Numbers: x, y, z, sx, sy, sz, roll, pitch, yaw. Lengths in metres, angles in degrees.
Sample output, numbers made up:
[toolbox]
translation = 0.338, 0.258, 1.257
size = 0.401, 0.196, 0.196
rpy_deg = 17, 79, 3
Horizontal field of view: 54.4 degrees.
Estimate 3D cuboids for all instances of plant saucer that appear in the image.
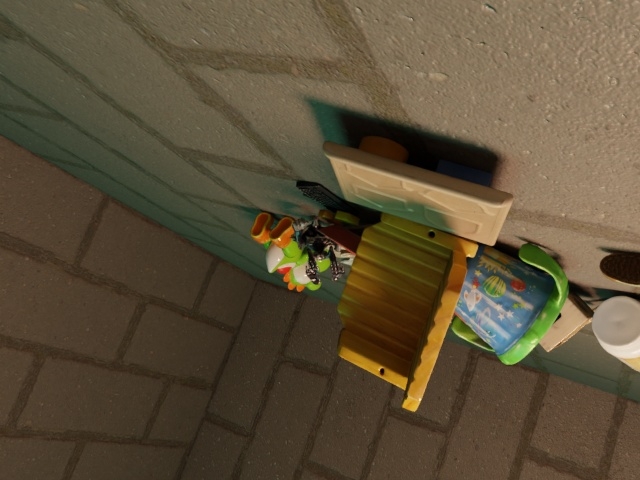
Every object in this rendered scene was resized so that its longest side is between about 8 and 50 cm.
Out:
[plant saucer]
translation = 0.151, 0.048, 1.630
size = 0.259, 0.047, 0.258
rpy_deg = 33, 180, 36

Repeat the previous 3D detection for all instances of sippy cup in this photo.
[sippy cup]
translation = 0.411, 0.129, 1.447
size = 0.224, 0.305, 0.240
rpy_deg = 35, -165, 6

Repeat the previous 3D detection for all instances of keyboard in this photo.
[keyboard]
translation = 0.009, -0.103, 1.593
size = 0.108, 0.023, 0.180
rpy_deg = 11, 165, 44

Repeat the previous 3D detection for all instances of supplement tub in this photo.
[supplement tub]
translation = 0.745, 0.221, 1.470
size = 0.200, 0.144, 0.144
rpy_deg = 30, 166, -37

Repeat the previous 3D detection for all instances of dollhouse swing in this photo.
[dollhouse swing]
translation = 0.145, 0.130, 1.296
size = 0.315, 0.346, 0.305
rpy_deg = 23, -167, 24

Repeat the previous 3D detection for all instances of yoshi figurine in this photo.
[yoshi figurine]
translation = -0.074, 0.026, 2.147
size = 0.203, 0.203, 0.362
rpy_deg = -23, 138, 12

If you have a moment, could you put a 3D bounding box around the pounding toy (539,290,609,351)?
[pounding toy]
translation = 0.633, 0.178, 1.572
size = 0.094, 0.181, 0.206
rpy_deg = 52, -156, 23

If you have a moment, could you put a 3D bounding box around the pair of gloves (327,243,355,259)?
[pair of gloves]
translation = 0.121, 0.045, 1.991
size = 0.204, 0.042, 0.240
rpy_deg = 9, 169, 13

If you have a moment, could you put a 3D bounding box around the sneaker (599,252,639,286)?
[sneaker]
translation = 0.630, 0.074, 1.160
size = 0.192, 0.064, 0.086
rpy_deg = 6, 157, 44

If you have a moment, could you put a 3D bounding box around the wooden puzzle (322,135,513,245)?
[wooden puzzle]
translation = 0.185, -0.098, 1.153
size = 0.322, 0.080, 0.348
rpy_deg = 19, 174, 14

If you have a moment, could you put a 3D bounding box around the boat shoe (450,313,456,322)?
[boat shoe]
translation = 0.539, 0.237, 2.046
size = 0.324, 0.116, 0.097
rpy_deg = 6, 157, 42

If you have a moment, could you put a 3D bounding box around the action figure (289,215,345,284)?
[action figure]
translation = 0.000, 0.000, 1.806
size = 0.164, 0.141, 0.275
rpy_deg = -2, -144, -10

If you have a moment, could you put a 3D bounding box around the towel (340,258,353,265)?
[towel]
translation = 0.157, 0.097, 2.310
size = 0.152, 0.023, 0.113
rpy_deg = 24, 170, -16

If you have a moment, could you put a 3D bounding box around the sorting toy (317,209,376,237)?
[sorting toy]
translation = 0.158, -0.024, 1.633
size = 0.307, 0.041, 0.229
rpy_deg = 25, 169, -31
